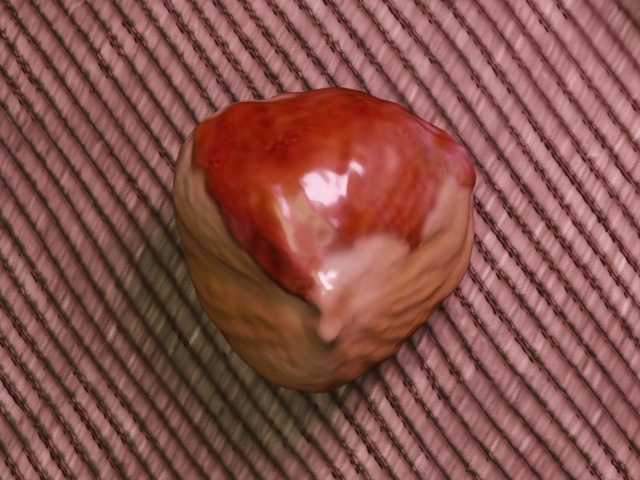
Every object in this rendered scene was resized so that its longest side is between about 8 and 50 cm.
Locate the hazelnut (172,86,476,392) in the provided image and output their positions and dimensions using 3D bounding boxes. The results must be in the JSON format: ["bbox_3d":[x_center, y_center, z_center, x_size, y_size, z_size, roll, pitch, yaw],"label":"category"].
[{"bbox_3d":[0.000,0.000,1.424,0.261,0.241,0.261,-9,125,-13],"label":"hazelnut"}]
